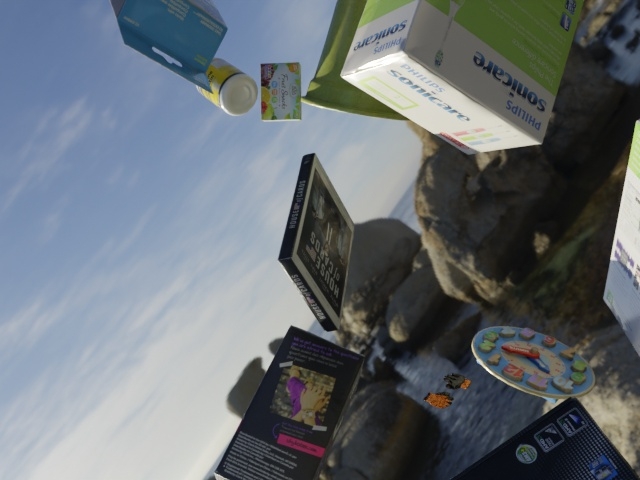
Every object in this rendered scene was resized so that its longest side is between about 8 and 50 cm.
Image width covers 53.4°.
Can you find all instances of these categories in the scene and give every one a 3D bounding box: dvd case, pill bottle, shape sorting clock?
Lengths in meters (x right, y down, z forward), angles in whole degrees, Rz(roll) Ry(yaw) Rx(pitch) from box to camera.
[{"bbox_3d":[0.000,0.000,1.031,0.030,0.179,0.238,-12,43,22],"label":"dvd case"},{"bbox_3d":[-0.240,-0.382,1.546,0.103,0.184,0.103,-24,-46,-28],"label":"pill bottle"},{"bbox_3d":[0.362,0.201,1.087,0.206,0.206,0.040,-49,-30,-59],"label":"shape sorting clock"}]

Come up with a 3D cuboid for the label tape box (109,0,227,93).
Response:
[{"bbox_3d":[-0.322,-0.493,1.326,0.106,0.333,0.241,-40,-33,22],"label":"label tape box"}]

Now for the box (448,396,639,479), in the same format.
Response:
[{"bbox_3d":[0.225,0.278,0.597,0.184,0.190,0.045,-38,-33,10],"label":"box"}]

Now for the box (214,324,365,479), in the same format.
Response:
[{"bbox_3d":[-0.045,0.307,1.055,0.165,0.143,0.270,97,-162,-55],"label":"box"}]

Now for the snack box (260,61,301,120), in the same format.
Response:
[{"bbox_3d":[-0.099,-0.372,1.599,0.037,0.100,0.141,-36,-55,-82],"label":"snack box"}]

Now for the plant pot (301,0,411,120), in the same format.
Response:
[{"bbox_3d":[0.108,-0.438,1.525,0.276,0.276,0.253,-45,-34,-71],"label":"plant pot"}]

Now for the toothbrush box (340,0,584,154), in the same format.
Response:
[{"bbox_3d":[0.175,-0.270,0.712,0.122,0.206,0.283,0,69,60],"label":"toothbrush box"}]

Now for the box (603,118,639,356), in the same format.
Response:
[{"bbox_3d":[0.475,0.026,0.860,0.232,0.059,0.322,-93,-5,-56],"label":"box"}]

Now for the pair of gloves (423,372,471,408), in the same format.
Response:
[{"bbox_3d":[0.243,0.286,1.209,0.083,0.074,0.010,-53,36,15],"label":"pair of gloves"}]
